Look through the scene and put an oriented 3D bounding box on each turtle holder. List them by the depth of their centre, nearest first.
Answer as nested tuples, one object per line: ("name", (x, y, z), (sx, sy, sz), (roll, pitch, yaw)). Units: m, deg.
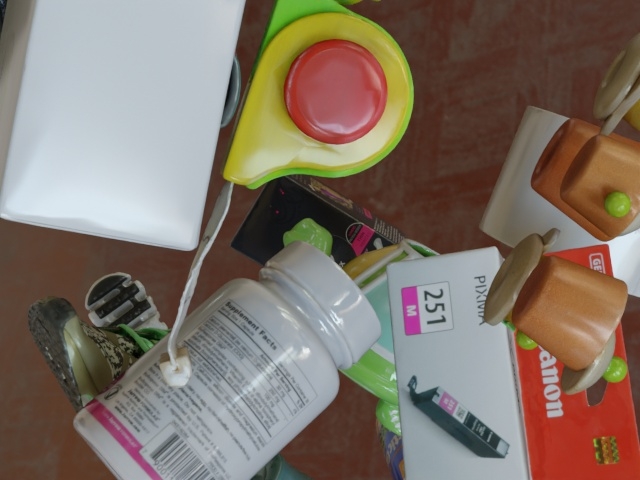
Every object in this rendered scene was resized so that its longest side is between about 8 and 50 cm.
("turtle holder", (0.097, 0.108, 1.568), (0.320, 0.243, 0.227), (39, 105, 33))

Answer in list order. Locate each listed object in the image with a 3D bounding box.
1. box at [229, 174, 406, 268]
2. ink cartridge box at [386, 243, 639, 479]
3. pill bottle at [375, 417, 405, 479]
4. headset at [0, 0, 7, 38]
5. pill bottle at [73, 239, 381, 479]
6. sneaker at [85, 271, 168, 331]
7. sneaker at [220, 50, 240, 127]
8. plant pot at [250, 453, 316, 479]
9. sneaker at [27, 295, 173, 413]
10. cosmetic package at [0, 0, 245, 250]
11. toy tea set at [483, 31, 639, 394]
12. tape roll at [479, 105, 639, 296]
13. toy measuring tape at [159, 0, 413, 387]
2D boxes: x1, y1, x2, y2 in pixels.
("box", (0.000, 0.000, 1.891), (0.165, 0.270, 0.143), (-59, 2, 13))
("ink cartridge box", (0.201, 0.142, 1.129), (0.238, 0.060, 0.275), (-10, 72, 18))
("pill bottle", (0.187, 0.364, 1.691), (0.152, 0.152, 0.272), (-40, 29, 12))
("headset", (-0.330, -0.276, 1.022), (0.243, 0.394, 0.185), (26, 64, 5))
("pill bottle", (-0.084, 0.139, 1.041), (0.283, 0.160, 0.160), (-41, 42, -18))
("sneaker", (-0.256, 0.181, 1.622), (0.110, 0.292, 0.118), (-30, 4, -17))
("sneaker", (-0.203, -0.156, 1.320), (0.295, 0.124, 0.178), (-52, 29, -5))
("plant pot", (-0.056, 0.455, 1.543), (0.271, 0.255, 0.272), (-34, 15, 10))
("sneaker", (-0.187, 0.146, 1.229), (0.182, 0.410, 0.158), (-41, 57, -7))
("cosmetic package", (-0.158, -0.126, 0.770), (0.224, 0.138, 0.224), (-160, 81, -66))
("toy tea set", (0.239, -0.005, 0.871), (0.336, 0.124, 0.200), (-62, 2, -32))
("tape roll", (0.340, -0.048, 1.330), (0.246, 0.246, 0.169), (31, 103, 45))
("toy measuring tape", (-0.013, -0.043, 0.747), (0.121, 0.121, 0.330), (23, 97, 44))
